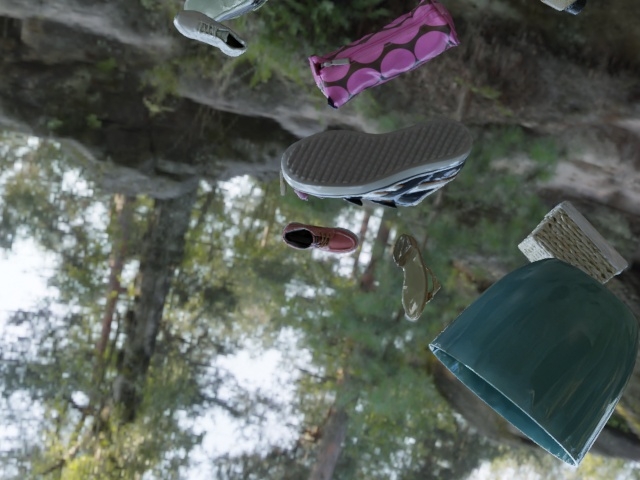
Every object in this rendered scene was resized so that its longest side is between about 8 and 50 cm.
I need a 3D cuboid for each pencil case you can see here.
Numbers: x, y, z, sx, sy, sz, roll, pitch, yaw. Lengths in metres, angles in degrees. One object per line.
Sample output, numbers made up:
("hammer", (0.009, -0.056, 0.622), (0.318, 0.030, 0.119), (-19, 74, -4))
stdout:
("pencil case", (0.088, -0.267, 1.226), (0.095, 0.209, 0.098), (66, -172, 26))

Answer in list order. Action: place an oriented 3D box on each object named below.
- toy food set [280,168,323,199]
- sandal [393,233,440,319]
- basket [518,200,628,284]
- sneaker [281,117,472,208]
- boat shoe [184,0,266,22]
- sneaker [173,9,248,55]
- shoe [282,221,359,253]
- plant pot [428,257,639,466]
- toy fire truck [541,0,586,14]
("toy food set", (-0.015, -0.110, 1.663), (0.122, 0.078, 0.019), (5, -148, 10))
("sandal", (0.218, 0.080, 1.845), (0.079, 0.088, 0.240), (21, -146, -23))
("basket", (0.467, 0.026, 1.637), (0.167, 0.103, 0.113), (48, 171, 7))
("sneaker", (0.093, -0.114, 1.472), (0.321, 0.127, 0.126), (-8, -119, -8))
("boat shoe", (-0.202, -0.511, 1.875), (0.227, 0.081, 0.068), (-1, -173, 42))
("sneaker", (-0.205, -0.401, 1.672), (0.152, 0.054, 0.061), (20, -179, -25))
("shoe", (0.000, 0.000, 1.996), (0.178, 0.064, 0.081), (11, -168, 1))
("plant pot", (0.359, 0.171, 1.383), (0.293, 0.235, 0.293), (41, 174, 5))
("toy fire truck", (0.571, -0.677, 1.965), (0.158, 0.217, 0.246), (17, -119, -27))
